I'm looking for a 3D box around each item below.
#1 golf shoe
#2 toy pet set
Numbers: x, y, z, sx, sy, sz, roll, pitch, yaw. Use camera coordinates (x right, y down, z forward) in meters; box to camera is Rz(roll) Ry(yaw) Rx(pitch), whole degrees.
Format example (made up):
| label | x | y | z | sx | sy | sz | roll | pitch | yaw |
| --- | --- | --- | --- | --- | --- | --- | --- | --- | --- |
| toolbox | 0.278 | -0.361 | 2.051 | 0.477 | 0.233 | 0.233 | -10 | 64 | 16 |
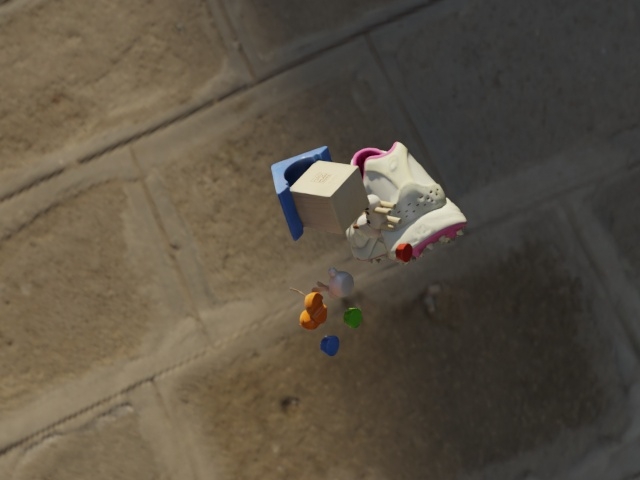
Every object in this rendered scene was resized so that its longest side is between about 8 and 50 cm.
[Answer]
| label | x | y | z | sx | sy | sz | roll | pitch | yaw |
| --- | --- | --- | --- | --- | --- | --- | --- | --- | --- |
| golf shoe | 0.082 | -0.050 | 1.342 | 0.115 | 0.306 | 0.140 | -31 | 95 | -12 |
| toy pet set | 0.000 | 0.000 | 0.812 | 0.065 | 0.114 | 0.122 | 10 | 43 | 36 |
